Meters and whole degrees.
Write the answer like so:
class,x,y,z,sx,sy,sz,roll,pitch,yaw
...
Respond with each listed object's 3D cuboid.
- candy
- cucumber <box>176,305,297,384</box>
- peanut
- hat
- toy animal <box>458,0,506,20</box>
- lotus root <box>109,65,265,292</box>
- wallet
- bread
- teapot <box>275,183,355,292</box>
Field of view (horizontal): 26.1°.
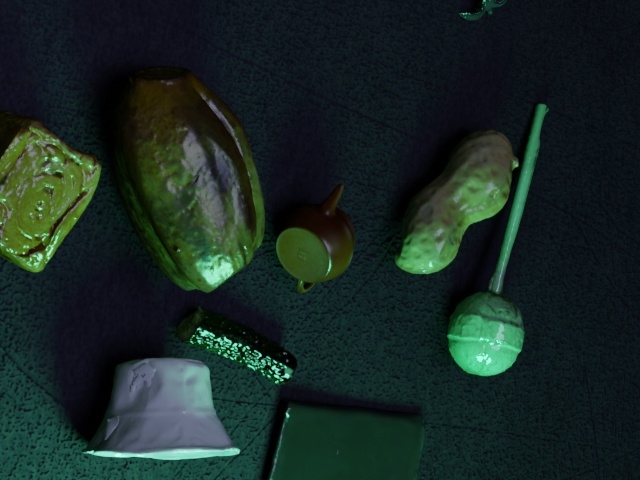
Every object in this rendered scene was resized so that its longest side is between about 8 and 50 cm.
class,x,y,z,sx,sy,sz,roll,pitch,yaw
candy,0.292,-0.006,2.141,0.119,0.119,0.440,21,80,-37
cucumber,-0.110,0.144,1.890,0.187,0.058,0.058,28,82,-37
peanut,0.200,-0.057,2.041,0.263,0.117,0.101,-47,129,-16
hat,-0.203,0.217,1.779,0.203,0.203,0.126,11,75,-37
toy animal,0.248,-0.354,2.066,0.084,0.050,0.028,-29,85,10
lotus root,-0.161,-0.085,1.732,0.193,0.193,0.291,-32,113,-27
wallet,0.041,0.319,2.055,0.285,0.030,0.146,11,90,-39
bread,-0.359,-0.062,1.612,0.149,0.143,0.158,32,84,-36
teapot,0.000,0.000,1.919,0.116,0.116,0.173,-14,134,-34
